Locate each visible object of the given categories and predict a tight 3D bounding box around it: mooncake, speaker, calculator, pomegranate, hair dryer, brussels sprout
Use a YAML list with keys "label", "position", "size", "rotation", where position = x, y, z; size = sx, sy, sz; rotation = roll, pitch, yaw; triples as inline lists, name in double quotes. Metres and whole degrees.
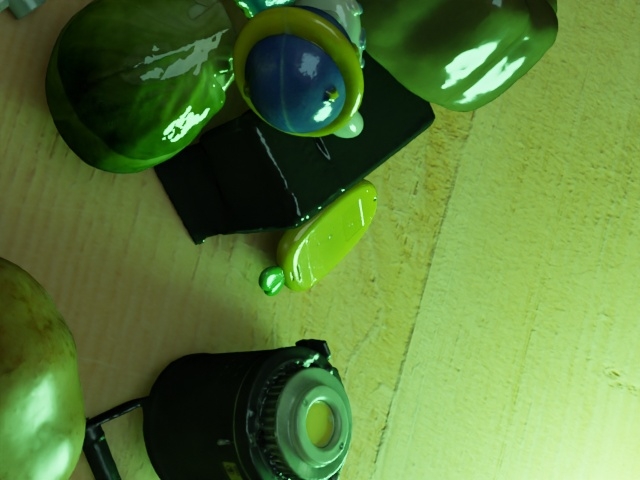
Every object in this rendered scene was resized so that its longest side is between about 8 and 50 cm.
- label: "mooncake"
  position: [0.179, -0.387, 1.698]
  size: [0.378, 0.200, 0.378]
  rotation: [35, 38, -33]
- label: "speaker"
  position: [-0.030, -0.156, 1.712]
  size: [0.388, 0.184, 0.180]
  rotation: [-38, 111, -36]
- label: "calculator"
  position: [0.000, 0.000, 1.736]
  size: [0.235, 0.032, 0.146]
  rotation: [-43, 149, -20]
- label: "pomegranate"
  position: [-0.458, 0.185, 1.330]
  size: [0.411, 0.411, 0.412]
  rotation: [-1, 91, -31]
- label: "hair dryer"
  position: [-0.429, -0.303, 1.515]
  size: [0.137, 0.047, 0.082]
  rotation: [-40, 109, -16]
- label: "brussels sprout"
  position: [-0.225, -0.214, 1.517]
  size: [0.271, 0.210, 0.219]
  rotation: [-28, 98, 8]

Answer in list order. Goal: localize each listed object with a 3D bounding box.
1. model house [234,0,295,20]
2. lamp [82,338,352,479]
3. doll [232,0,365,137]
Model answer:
- label: "model house"
  position: [-0.084, -0.444, 1.552]
  size: [0.215, 0.303, 0.237]
  rotation: [-19, 56, -18]
- label: "lamp"
  position: [-0.100, 0.252, 1.587]
  size: [0.374, 0.272, 0.205]
  rotation: [-26, 102, -27]
- label: "doll"
  position: [-0.019, -0.212, 1.498]
  size: [0.311, 0.159, 0.243]
  rotation: [74, 12, -49]
